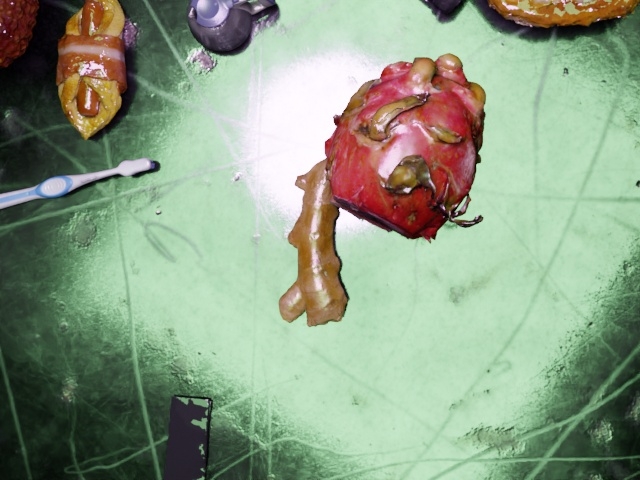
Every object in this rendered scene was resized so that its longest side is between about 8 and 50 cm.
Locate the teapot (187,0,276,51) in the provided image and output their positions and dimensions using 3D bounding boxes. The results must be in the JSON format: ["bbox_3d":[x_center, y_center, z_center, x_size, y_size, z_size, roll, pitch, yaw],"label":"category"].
[{"bbox_3d":[-0.160,-0.382,1.458,0.149,0.108,0.111,10,93,5],"label":"teapot"}]

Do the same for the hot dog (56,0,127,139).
[{"bbox_3d":[-0.400,-0.307,1.488,0.123,0.093,0.262,-1,90,5],"label":"hot dog"}]

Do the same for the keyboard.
[{"bbox_3d":[-0.237,0.375,1.519,0.074,0.015,0.197,5,91,9],"label":"keyboard"}]

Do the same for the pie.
[{"bbox_3d":[0.384,-0.476,1.419,0.308,0.085,0.308,0,86,7],"label":"pie"}]

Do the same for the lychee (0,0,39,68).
[{"bbox_3d":[-0.590,-0.407,1.440,0.235,0.236,0.271,18,77,5],"label":"lychee"}]

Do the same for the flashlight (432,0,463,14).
[{"bbox_3d":[0.156,-0.480,1.445,0.232,0.093,0.093,41,94,-1],"label":"flashlight"}]

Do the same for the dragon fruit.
[{"bbox_3d":[0.148,-0.157,1.359,0.250,0.269,0.291,31,87,-10],"label":"dragon fruit"}]

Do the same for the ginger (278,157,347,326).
[{"bbox_3d":[0.000,0.000,1.470,0.118,0.065,0.299,7,88,1],"label":"ginger"}]

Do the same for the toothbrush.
[{"bbox_3d":[-0.481,-0.093,1.525,0.386,0.040,0.040,-14,89,6],"label":"toothbrush"}]
